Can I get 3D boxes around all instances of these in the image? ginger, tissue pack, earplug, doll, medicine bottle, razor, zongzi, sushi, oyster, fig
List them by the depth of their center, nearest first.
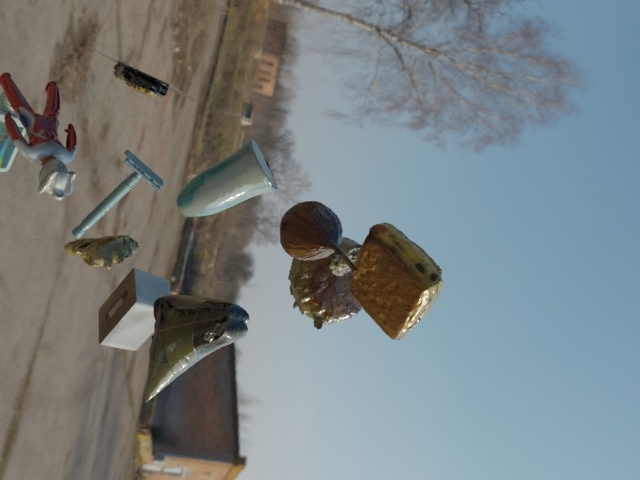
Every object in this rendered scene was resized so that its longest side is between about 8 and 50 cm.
[{"bbox_3d":[0.000,0.000,1.302,0.201,0.146,0.134,44,-31,53],"label":"fig"},{"bbox_3d":[-0.478,-0.089,1.368,0.232,0.106,0.068,-44,-149,5],"label":"razor"},{"bbox_3d":[-0.730,-0.273,1.583,0.099,0.188,0.384,-40,-117,35],"label":"doll"},{"bbox_3d":[-0.575,0.028,1.619,0.115,0.205,0.081,7,-80,44],"label":"ginger"},{"bbox_3d":[-0.348,0.312,1.635,0.289,0.154,0.318,3,-104,40],"label":"zongzi"},{"bbox_3d":[-0.905,-0.312,1.689,0.121,0.083,0.229,11,112,-58],"label":"medicine bottle"},{"bbox_3d":[-0.540,-0.480,1.849,0.294,0.292,0.059,-12,127,-83],"label":"sushi"},{"bbox_3d":[0.102,0.057,1.900,0.165,0.108,0.053,-38,-143,11],"label":"oyster"},{"bbox_3d":[-0.322,-0.176,1.959,0.185,0.323,0.185,62,6,-12],"label":"earplug"},{"bbox_3d":[-0.631,0.239,2.030,0.246,0.135,0.160,-46,-138,24],"label":"tissue pack"}]

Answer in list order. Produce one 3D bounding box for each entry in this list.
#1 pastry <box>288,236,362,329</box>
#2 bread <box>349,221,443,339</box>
[{"bbox_3d":[0.038,0.131,2.066,0.136,0.329,0.330,-137,-122,-73],"label":"pastry"},{"bbox_3d":[0.169,0.092,1.352,0.210,0.099,0.235,47,-39,26],"label":"bread"}]
